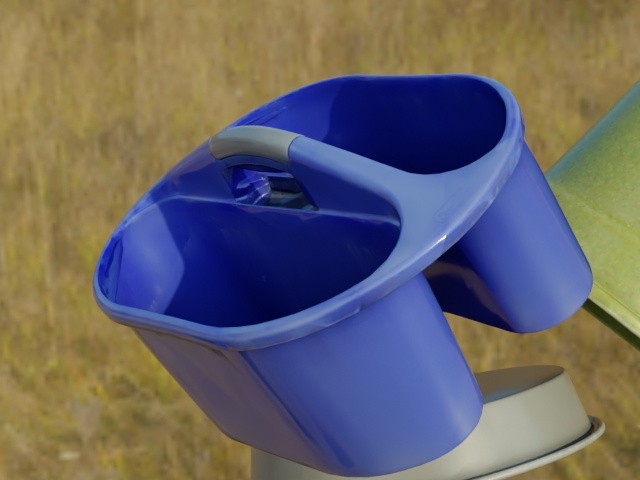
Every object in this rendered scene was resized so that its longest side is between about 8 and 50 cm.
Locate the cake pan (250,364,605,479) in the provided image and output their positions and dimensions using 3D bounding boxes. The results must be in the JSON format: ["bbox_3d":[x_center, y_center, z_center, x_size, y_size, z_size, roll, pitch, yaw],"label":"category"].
[{"bbox_3d":[0.073,0.153,1.229,0.293,0.054,0.293,-14,0,0],"label":"cake pan"}]

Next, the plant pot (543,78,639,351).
[{"bbox_3d":[0.307,-0.033,1.247,0.276,0.254,0.276,38,2,-1],"label":"plant pot"}]

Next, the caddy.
[{"bbox_3d":[0.000,0.000,0.987,0.241,0.179,0.341,-45,27,-23],"label":"caddy"}]
